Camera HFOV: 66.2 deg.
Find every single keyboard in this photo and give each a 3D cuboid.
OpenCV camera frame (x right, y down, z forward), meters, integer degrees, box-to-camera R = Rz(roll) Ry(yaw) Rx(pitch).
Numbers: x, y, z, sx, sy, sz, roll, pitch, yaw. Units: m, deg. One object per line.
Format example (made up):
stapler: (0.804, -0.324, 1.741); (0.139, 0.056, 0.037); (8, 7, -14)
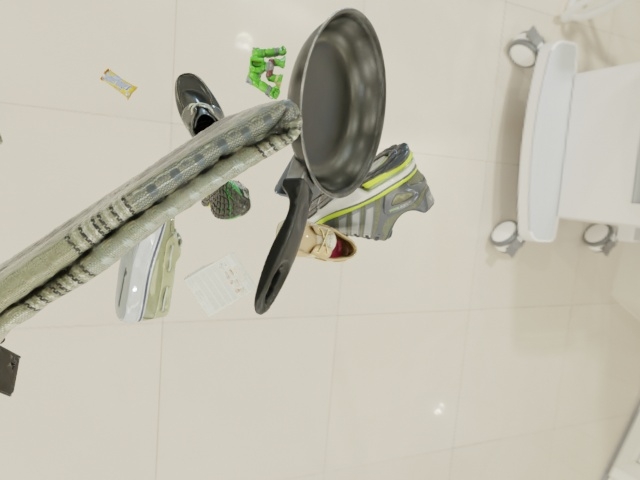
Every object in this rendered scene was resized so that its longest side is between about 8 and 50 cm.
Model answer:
keyboard: (-0.591, 0.203, 0.864); (0.023, 0.180, 0.108); (-7, 60, -2)

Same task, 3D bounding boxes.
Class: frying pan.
frying pan: (0.006, -0.083, 0.534); (0.197, 0.053, 0.326); (18, 85, -62)

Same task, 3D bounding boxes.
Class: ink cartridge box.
ink cartridge box: (-0.312, 0.132, 1.532); (0.179, 0.045, 0.145); (-31, 104, -3)

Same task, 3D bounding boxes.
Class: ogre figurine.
ogre figurine: (-0.180, -0.571, 1.629); (0.118, 0.097, 0.197); (12, 91, -13)

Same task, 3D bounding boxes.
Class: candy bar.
candy bar: (-0.511, -0.397, 1.243); (0.040, 0.161, 0.018); (-55, 147, 1)

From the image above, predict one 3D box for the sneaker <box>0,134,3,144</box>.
sneaker: (-0.823, -0.275, 1.080); (0.147, 0.384, 0.145); (-24, 119, -42)

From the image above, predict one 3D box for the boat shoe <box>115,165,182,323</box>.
boat shoe: (-0.308, 0.011, 0.909); (0.094, 0.109, 0.302); (3, 113, -41)

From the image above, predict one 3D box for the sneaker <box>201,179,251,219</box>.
sneaker: (-0.284, -0.150, 1.587); (0.146, 0.343, 0.134); (1, 105, -25)

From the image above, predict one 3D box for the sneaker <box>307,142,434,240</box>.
sneaker: (0.059, -0.040, 0.843); (0.121, 0.300, 0.111); (48, 41, -16)

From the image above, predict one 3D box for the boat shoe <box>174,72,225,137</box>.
boat shoe: (-0.211, -0.224, 0.908); (0.084, 0.079, 0.233); (-18, 72, -16)

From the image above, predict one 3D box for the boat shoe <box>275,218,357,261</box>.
boat shoe: (0.000, 0.000, 0.753); (0.170, 0.059, 0.063); (12, 80, -55)

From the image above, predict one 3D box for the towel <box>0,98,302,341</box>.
towel: (-0.176, -0.014, 0.434); (0.324, 0.312, 0.056); (-35, 109, -8)

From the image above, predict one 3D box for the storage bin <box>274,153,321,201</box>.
storage bin: (-0.041, -0.147, 1.227); (0.091, 0.098, 0.135); (41, 71, -42)
